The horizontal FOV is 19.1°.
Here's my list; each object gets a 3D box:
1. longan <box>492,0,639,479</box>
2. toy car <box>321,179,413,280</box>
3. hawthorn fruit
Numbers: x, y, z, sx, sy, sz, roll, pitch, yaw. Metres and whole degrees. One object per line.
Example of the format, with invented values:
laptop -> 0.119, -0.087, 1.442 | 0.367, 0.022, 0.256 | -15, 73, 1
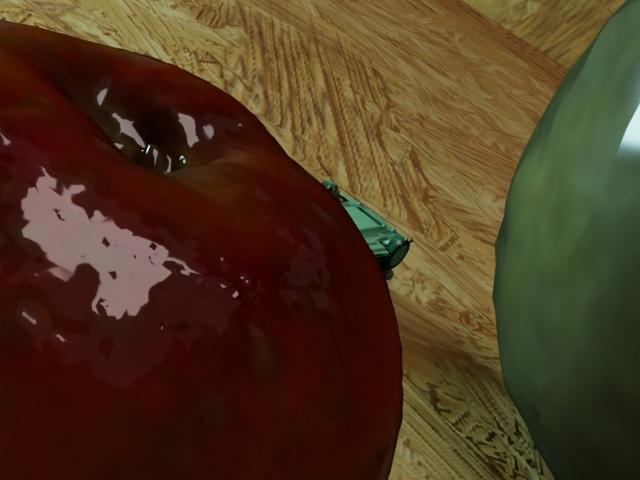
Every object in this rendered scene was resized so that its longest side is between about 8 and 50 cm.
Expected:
longan -> 0.313, 0.016, 0.870 | 0.436, 0.404, 0.404 | 35, 14, 13
toy car -> 0.000, 0.000, 0.966 | 0.059, 0.035, 0.122 | 39, 24, 21
hawthorn fruit -> -0.071, 0.046, 0.392 | 0.189, 0.189, 0.189 | 31, 15, -9
